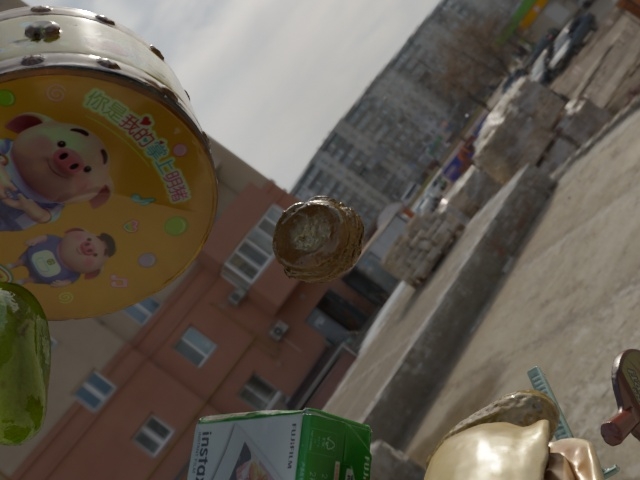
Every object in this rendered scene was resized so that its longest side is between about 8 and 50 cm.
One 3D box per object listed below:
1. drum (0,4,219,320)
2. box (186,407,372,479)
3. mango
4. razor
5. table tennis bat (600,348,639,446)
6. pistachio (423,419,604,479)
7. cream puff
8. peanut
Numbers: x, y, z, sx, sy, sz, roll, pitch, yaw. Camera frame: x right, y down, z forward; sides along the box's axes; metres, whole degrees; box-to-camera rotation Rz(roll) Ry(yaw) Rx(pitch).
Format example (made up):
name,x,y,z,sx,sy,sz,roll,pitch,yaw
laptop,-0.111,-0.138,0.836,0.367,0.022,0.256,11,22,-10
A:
name,x,y,z,sx,sy,sz,roll,pitch,yaw
drum,-0.367,-0.099,1.055,0.431,0.431,0.214,-55,38,23
box,-0.058,0.285,0.826,0.250,0.103,0.180,-21,54,47
mango,-0.301,0.109,0.707,0.089,0.163,0.117,-12,-46,-23
razor,0.446,0.341,1.384,0.111,0.056,0.277,-36,34,16
table tennis bat,0.786,0.409,1.814,0.415,0.268,0.051,-11,-18,-48
pistachio,0.190,0.290,0.731,0.213,0.194,0.318,-66,-10,16
cream puff,0.000,0.000,1.273,0.115,0.165,0.150,26,-109,-64
peanut,0.261,0.309,1.121,0.226,0.108,0.095,-33,-23,12
